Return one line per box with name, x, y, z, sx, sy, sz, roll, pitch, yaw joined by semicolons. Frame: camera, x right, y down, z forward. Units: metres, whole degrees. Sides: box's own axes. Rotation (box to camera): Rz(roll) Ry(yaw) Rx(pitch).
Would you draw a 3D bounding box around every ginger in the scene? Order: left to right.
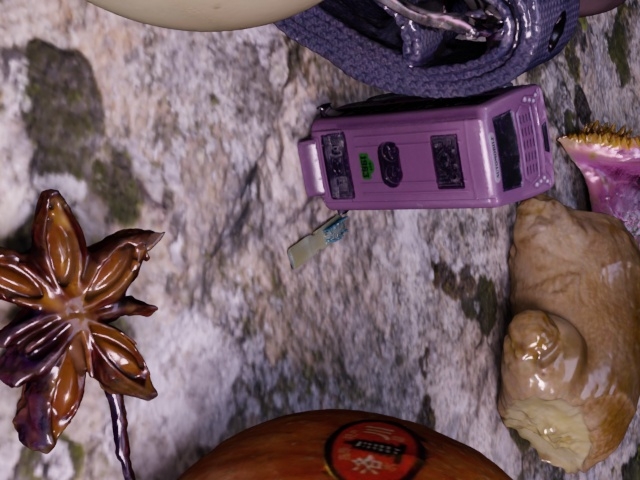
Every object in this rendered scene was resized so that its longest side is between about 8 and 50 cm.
ginger;0.237;0.084;1.121;0.221;0.130;0.275;5;72;-48

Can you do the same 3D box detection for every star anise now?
star anise;-0.124;0.065;0.614;0.097;0.070;0.190;-20;102;-30

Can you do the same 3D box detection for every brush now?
brush;0.000;0.000;0.871;0.083;0.013;0.016;-34;113;-54

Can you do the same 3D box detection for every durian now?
durian;0.407;-0.026;1.399;0.154;0.186;0.260;-41;130;-47

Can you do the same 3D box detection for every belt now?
belt;0.059;-0.182;0.818;0.126;0.230;0.139;-32;140;-54

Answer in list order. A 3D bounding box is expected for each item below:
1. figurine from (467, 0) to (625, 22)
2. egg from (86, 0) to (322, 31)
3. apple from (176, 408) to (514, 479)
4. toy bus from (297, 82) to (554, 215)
figurine;0.210;-0.370;1.115;0.218;0.206;0.365;36;50;-67
egg;-0.062;-0.223;0.635;0.269;0.219;0.219;-25;104;-57
apple;0.024;0.232;0.629;0.277;0.250;0.309;65;33;-23
toy bus;0.073;-0.066;0.851;0.098;0.178;0.087;-24;107;-45
